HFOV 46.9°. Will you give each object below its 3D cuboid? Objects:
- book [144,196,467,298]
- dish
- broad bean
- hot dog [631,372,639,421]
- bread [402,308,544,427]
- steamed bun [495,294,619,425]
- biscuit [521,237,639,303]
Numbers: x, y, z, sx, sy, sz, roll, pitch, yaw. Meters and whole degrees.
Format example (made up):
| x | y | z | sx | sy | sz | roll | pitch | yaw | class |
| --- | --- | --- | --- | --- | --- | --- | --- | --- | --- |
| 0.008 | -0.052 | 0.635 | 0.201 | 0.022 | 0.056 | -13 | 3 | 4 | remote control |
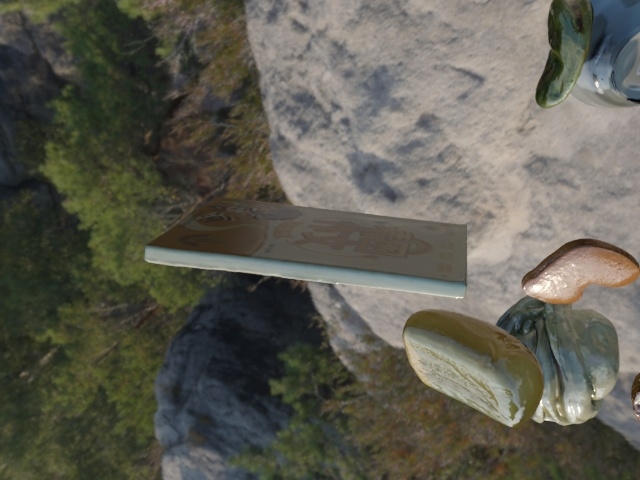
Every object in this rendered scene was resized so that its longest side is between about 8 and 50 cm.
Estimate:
| x | y | z | sx | sy | sz | roll | pitch | yaw | class |
| --- | --- | --- | --- | --- | --- | --- | --- | --- | --- |
| 0.000 | 0.000 | 0.749 | 0.295 | 0.208 | 0.020 | 6 | 107 | 9 | book |
| 0.635 | -0.369 | 1.446 | 0.316 | 0.106 | 0.317 | -5 | 131 | -5 | dish |
| 0.451 | -0.344 | 1.367 | 0.072 | 0.153 | 0.207 | 5 | 116 | 5 | broad bean |
| 0.858 | 0.435 | 1.791 | 0.259 | 0.114 | 0.175 | 53 | 166 | -16 | hot dog |
| 0.218 | 0.169 | 1.046 | 0.217 | 0.098 | 0.147 | 25 | 140 | 47 | bread |
| 0.576 | 0.304 | 1.914 | 0.352 | 0.247 | 0.339 | -120 | 40 | -50 | steamed bun |
| 0.523 | 0.075 | 1.474 | 0.186 | 0.036 | 0.192 | 22 | 134 | -23 | biscuit |
